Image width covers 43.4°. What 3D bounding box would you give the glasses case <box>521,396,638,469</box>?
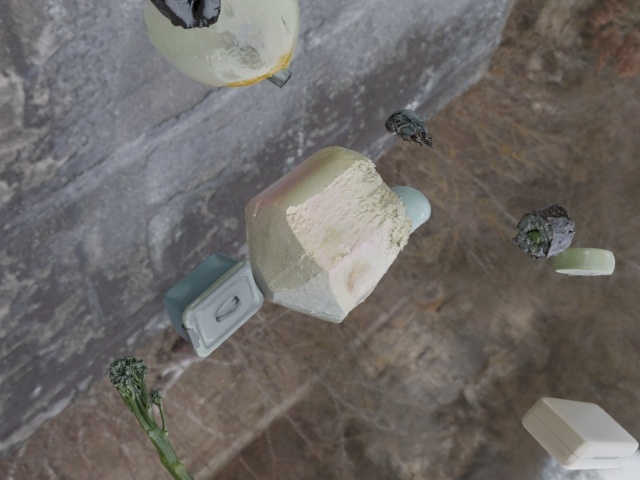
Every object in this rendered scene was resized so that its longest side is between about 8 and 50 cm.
[{"bbox_3d":[0.566,0.418,1.737,0.336,0.144,0.076,19,112,-49],"label":"glasses case"}]

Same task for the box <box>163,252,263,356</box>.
[{"bbox_3d":[-0.246,0.142,1.869,0.227,0.130,0.162,-41,139,-30],"label":"box"}]

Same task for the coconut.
[{"bbox_3d":[0.000,0.000,1.565,0.309,0.297,0.297,-45,161,-24],"label":"coconut"}]

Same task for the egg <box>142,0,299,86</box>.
[{"bbox_3d":[-0.176,-0.449,1.630,0.337,0.201,0.337,-12,121,-20],"label":"egg"}]

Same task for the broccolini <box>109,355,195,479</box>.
[{"bbox_3d":[-0.277,0.385,1.533,0.074,0.392,0.079,-39,172,7],"label":"broccolini"}]

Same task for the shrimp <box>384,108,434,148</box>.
[{"bbox_3d":[0.223,-0.267,1.953,0.079,0.233,0.090,-42,122,3],"label":"shrimp"}]

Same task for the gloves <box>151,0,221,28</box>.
[{"bbox_3d":[-0.189,-0.371,1.064,0.106,0.129,0.181,-7,155,-3],"label":"gloves"}]

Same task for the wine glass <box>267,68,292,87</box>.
[{"bbox_3d":[-0.166,-0.472,2.090,0.066,0.198,0.066,-53,-174,8],"label":"wine glass"}]

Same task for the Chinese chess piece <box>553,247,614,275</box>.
[{"bbox_3d":[0.641,0.054,1.960,0.144,0.144,0.059,22,71,-69],"label":"Chinese chess piece"}]

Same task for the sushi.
[{"bbox_3d":[0.422,-0.018,1.528,0.084,0.098,0.094,-18,136,-35],"label":"sushi"}]

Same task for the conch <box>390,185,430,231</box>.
[{"bbox_3d":[0.208,-0.085,2.204,0.184,0.121,0.221,-11,-172,7],"label":"conch"}]
